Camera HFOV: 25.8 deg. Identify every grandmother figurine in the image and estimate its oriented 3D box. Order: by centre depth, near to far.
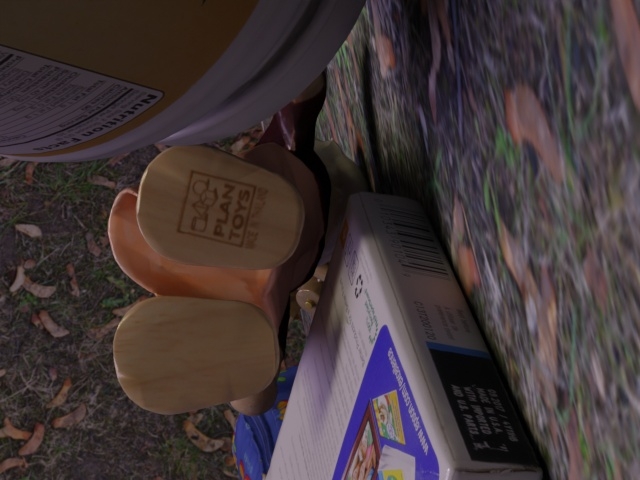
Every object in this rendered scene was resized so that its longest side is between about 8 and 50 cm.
[{"bbox_3d":[-0.032,-0.013,0.777,0.342,0.104,0.208,-47,-24,-82],"label":"grandmother figurine"}]

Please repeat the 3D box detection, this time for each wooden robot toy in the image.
[{"bbox_3d":[0.000,0.000,1.125,0.079,0.076,0.173,-53,-17,-41],"label":"wooden robot toy"}]

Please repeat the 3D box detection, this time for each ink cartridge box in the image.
[{"bbox_3d":[0.021,0.117,0.612,0.206,0.045,0.208,-108,31,-58],"label":"ink cartridge box"}]

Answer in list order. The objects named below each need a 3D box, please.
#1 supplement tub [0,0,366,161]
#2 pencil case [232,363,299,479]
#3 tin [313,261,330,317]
[{"bbox_3d":[-0.132,-0.149,0.472,0.316,0.228,0.228,9,-114,-59],"label":"supplement tub"},{"bbox_3d":[0.007,0.158,0.868,0.133,0.119,0.306,46,-179,-9],"label":"pencil case"},{"bbox_3d":[0.015,0.077,1.234,0.106,0.040,0.190,-99,-1,-74],"label":"tin"}]
